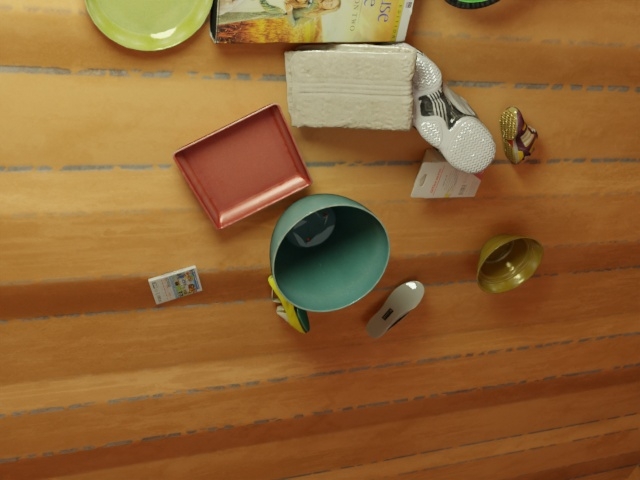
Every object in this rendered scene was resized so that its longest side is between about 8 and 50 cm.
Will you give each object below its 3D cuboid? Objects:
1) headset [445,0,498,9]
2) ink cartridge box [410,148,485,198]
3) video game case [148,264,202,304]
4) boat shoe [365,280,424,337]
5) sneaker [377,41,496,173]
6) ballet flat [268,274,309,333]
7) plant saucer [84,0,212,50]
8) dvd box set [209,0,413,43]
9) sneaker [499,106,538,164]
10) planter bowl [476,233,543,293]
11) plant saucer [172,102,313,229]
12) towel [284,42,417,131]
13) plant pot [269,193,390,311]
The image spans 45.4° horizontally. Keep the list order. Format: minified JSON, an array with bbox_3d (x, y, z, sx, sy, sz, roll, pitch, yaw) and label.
[{"bbox_3d":[0.389,-0.625,1.515,0.394,0.185,0.243,-44,133,17],"label":"headset"},{"bbox_3d":[0.319,-0.173,1.969,0.198,0.067,0.115,-3,130,-25],"label":"ink cartridge box"},{"bbox_3d":[-0.367,0.113,1.939,0.122,0.011,0.087,-17,134,-11],"label":"video game case"},{"bbox_3d":[0.221,0.200,2.259,0.219,0.078,0.070,-44,168,11],"label":"boat shoe"},{"bbox_3d":[0.252,-0.314,1.770,0.137,0.210,0.366,-42,99,14],"label":"sneaker"},{"bbox_3d":[-0.089,0.170,2.088,0.077,0.077,0.231,-8,133,10],"label":"ballet flat"},{"bbox_3d":[-0.319,-0.471,1.423,0.240,0.037,0.241,-13,133,-14],"label":"plant saucer"},{"bbox_3d":[0.000,-0.536,1.498,0.420,0.062,0.308,-6,131,-21],"label":"dvd box set"},{"bbox_3d":[0.515,-0.283,1.970,0.083,0.070,0.185,-31,142,-10],"label":"sneaker"},{"bbox_3d":[0.537,0.048,2.251,0.217,0.090,0.217,-13,133,-15],"label":"planter bowl"},{"bbox_3d":[-0.175,-0.174,1.749,0.259,0.048,0.258,-26,135,-1],"label":"plant saucer"},{"bbox_3d":[0.063,-0.326,1.643,0.282,0.049,0.187,4,126,8],"label":"towel"},{"bbox_3d":[0.000,0.000,1.866,0.290,0.195,0.290,-9,122,-15],"label":"plant pot"}]
